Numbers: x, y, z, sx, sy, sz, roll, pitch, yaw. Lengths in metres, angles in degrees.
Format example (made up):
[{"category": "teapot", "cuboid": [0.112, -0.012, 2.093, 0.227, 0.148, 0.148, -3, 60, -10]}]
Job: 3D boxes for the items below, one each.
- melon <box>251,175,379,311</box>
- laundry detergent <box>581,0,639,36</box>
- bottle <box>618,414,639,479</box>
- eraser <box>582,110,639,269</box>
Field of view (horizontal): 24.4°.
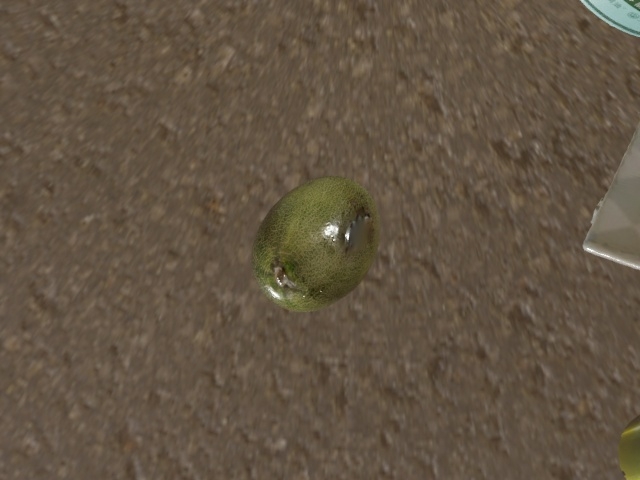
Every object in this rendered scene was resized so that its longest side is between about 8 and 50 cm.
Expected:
[{"category": "melon", "cuboid": [0.000, 0.000, 1.256, 0.099, 0.162, 0.099, 10, 118, 19]}, {"category": "laundry detergent", "cuboid": [0.415, -0.377, 1.475, 0.287, 0.305, 0.287, 5, 80, -27]}, {"category": "bottle", "cuboid": [0.302, 0.160, 1.169, 0.082, 0.286, 0.082, 0, 78, 0]}, {"category": "eraser", "cuboid": [0.436, -0.015, 1.196, 0.396, 0.082, 0.213, 21, 81, 30]}]
